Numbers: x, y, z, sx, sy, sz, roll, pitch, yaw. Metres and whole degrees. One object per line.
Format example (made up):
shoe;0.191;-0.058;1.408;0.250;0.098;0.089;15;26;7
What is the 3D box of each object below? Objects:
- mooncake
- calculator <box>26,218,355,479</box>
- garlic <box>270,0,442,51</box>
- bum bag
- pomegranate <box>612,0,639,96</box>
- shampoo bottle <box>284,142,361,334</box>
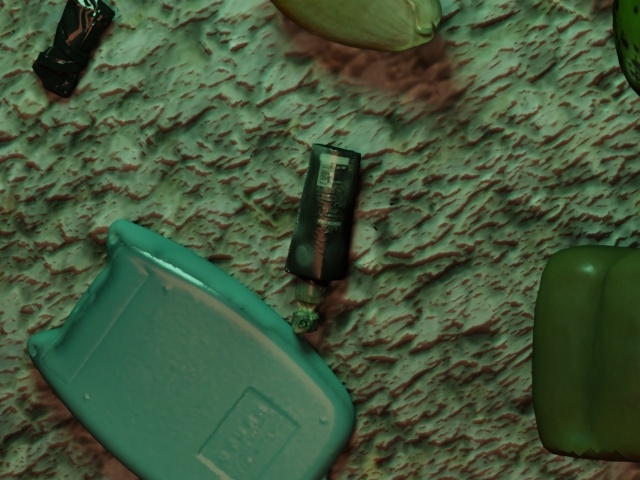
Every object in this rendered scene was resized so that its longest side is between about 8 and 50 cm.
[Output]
mooncake;0.385;0.093;1.489;0.378;0.378;0.200;-5;89;15
calculator;-0.142;0.169;1.788;0.386;0.054;0.256;38;103;4
garlic;0.025;-0.284;1.645;0.245;0.164;0.145;39;86;2
bum bag;-0.283;-0.225;1.793;0.058;0.034;0.124;29;102;-4
pomegranate;0.403;-0.226;1.553;0.211;0.211;0.263;40;62;8
shampoo bottle;-0.001;0.000;1.728;0.057;0.063;0.207;13;99;24
